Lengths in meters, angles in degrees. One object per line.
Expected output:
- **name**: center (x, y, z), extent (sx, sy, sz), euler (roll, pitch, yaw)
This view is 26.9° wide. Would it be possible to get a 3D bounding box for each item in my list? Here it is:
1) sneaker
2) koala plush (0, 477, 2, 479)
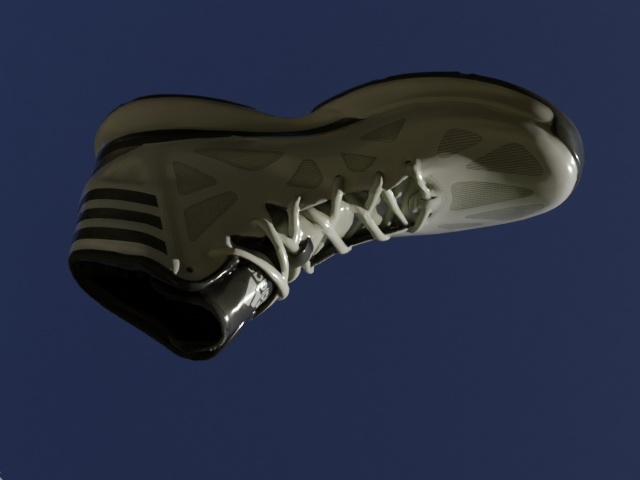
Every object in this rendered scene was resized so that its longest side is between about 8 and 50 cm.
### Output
- **sneaker**: center (0.000, 0.001, 1.139), extent (0.447, 0.169, 0.258), euler (-2, -136, 11)
- **koala plush**: center (-0.291, 0.329, 1.206), extent (0.203, 0.221, 0.196), euler (8, -126, 27)
